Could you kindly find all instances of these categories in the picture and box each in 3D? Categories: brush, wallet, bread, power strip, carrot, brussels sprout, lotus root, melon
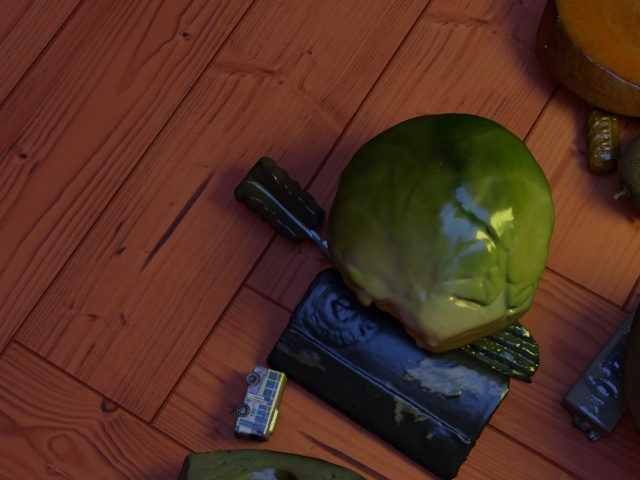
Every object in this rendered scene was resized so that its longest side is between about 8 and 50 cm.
[{"bbox_3d":[0.000,0.000,1.742,0.301,0.071,0.084,43,93,8],"label":"brush"},{"bbox_3d":[0.094,0.185,1.657,0.321,0.044,0.170,32,85,15],"label":"wallet"},{"bbox_3d":[0.431,-0.176,1.786,0.052,0.044,0.157,2,70,4],"label":"bread"},{"bbox_3d":[0.449,0.156,1.661,0.080,0.048,0.286,37,74,14],"label":"power strip"},{"bbox_3d":[0.484,-0.305,1.776,0.307,0.100,0.258,36,64,21],"label":"carrot"},{"bbox_3d":[0.174,-0.015,1.632,0.344,0.268,0.344,-8,71,24],"label":"brussels sprout"},{"bbox_3d":[-0.066,0.389,1.562,0.314,0.142,0.210,11,108,3],"label":"lotus root"},{"bbox_3d":[0.513,-0.104,1.706,0.192,0.139,0.139,-25,70,-3],"label":"melon"}]

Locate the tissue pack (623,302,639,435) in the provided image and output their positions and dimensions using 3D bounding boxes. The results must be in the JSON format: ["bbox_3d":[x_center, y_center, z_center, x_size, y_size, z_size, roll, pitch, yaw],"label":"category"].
[{"bbox_3d":[0.595,0.189,1.488,0.387,0.267,0.277,18,51,-4],"label":"tissue pack"}]

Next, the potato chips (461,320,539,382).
[{"bbox_3d":[0.217,0.142,1.686,0.207,0.028,0.092,16,81,10],"label":"potato chips"}]

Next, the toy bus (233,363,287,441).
[{"bbox_3d":[-0.084,0.234,1.657,0.058,0.052,0.102,14,69,9],"label":"toy bus"}]
